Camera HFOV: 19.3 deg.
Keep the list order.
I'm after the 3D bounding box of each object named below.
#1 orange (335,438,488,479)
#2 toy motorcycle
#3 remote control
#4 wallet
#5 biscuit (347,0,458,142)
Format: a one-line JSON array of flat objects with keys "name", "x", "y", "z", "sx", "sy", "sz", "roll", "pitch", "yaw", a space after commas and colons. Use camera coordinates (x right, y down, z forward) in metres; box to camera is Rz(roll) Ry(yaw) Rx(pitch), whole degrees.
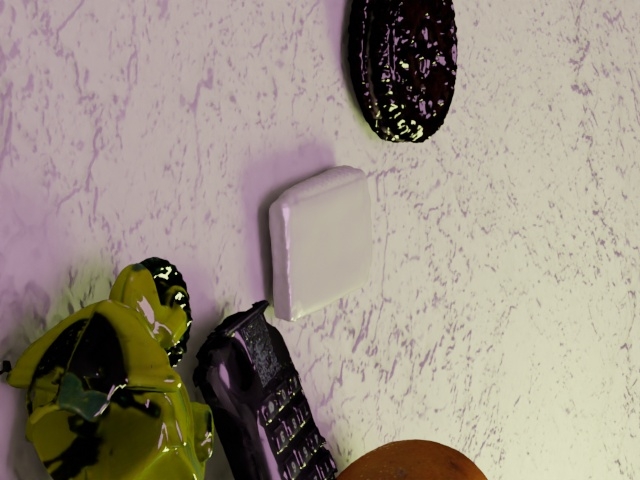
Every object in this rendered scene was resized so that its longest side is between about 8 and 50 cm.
[{"name": "orange", "x": 0.084, "y": 0.299, "z": 1.788, "sx": 0.224, "sy": 0.170, "sz": 0.224, "roll": -2, "pitch": 90, "yaw": -73}, {"name": "toy motorcycle", "x": -0.142, "y": 0.182, "z": 1.366, "sx": 0.206, "sy": 0.142, "sz": 0.342, "roll": 4, "pitch": 86, "yaw": -62}, {"name": "remote control", "x": -0.016, "y": 0.254, "z": 1.607, "sx": 0.399, "sy": 0.062, "sz": 0.144, "roll": 71, "pitch": 21, "yaw": -7}, {"name": "wallet", "x": 0.000, "y": 0.000, "z": 1.755, "sx": 0.183, "sy": 0.031, "sz": 0.124, "roll": -27, "pitch": 115, "yaw": -62}, {"name": "biscuit", "x": 0.085, "y": -0.190, "z": 1.885, "sx": 0.194, "sy": 0.053, "sz": 0.195, "roll": -9, "pitch": 100, "yaw": -62}]
